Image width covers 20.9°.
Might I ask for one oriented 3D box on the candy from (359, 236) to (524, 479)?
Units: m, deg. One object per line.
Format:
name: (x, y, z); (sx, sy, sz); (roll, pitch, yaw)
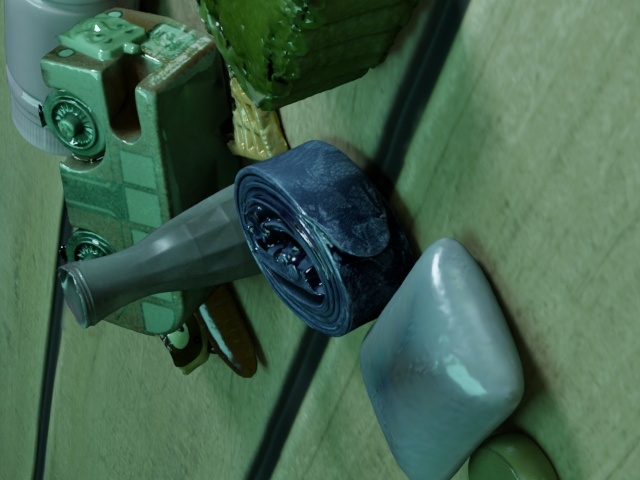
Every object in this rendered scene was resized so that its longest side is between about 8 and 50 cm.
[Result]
candy: (0.085, 0.093, 1.276); (0.138, 0.071, 0.174); (69, 153, 23)

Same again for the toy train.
toy train: (-0.158, -0.054, 1.597); (0.159, 0.129, 0.326); (16, 129, 27)

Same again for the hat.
hat: (-0.139, 0.094, 1.812); (0.077, 0.059, 0.076); (60, 172, 33)

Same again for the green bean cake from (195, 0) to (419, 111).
green bean cake: (-0.026, -0.216, 1.212); (0.214, 0.113, 0.200); (61, 156, 15)

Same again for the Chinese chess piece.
Chinese chess piece: (0.145, 0.183, 1.285); (0.084, 0.034, 0.084); (44, 146, 42)

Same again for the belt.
belt: (0.000, 0.000, 1.383); (0.190, 0.082, 0.141); (36, 147, 54)

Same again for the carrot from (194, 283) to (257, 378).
carrot: (-0.102, 0.077, 1.729); (0.139, 0.048, 0.048); (64, 157, 8)

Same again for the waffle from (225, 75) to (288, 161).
waffle: (-0.070, -0.140, 1.492); (0.097, 0.023, 0.153); (23, 132, 58)

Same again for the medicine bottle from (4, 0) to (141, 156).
medicine bottle: (-0.240, -0.204, 1.676); (0.133, 0.133, 0.250); (55, 154, 29)

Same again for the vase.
vase: (-0.116, 0.012, 1.482); (0.086, 0.214, 0.086); (48, 150, 40)
